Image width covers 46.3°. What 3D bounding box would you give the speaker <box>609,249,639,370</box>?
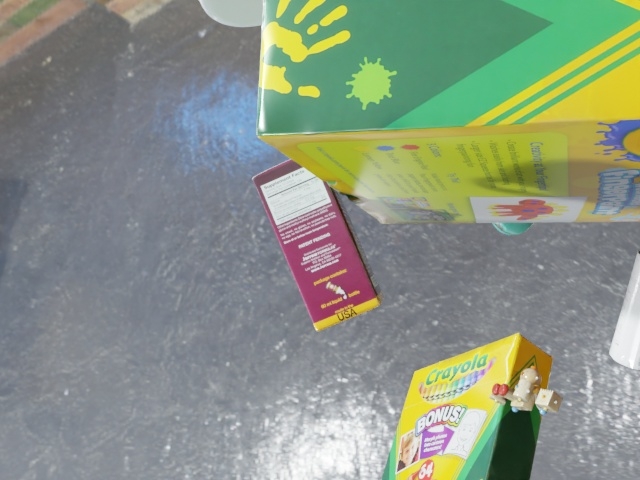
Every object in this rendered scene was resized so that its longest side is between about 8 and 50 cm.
[{"bbox_3d":[0.383,0.080,0.879,0.055,0.055,0.136,25,114,44],"label":"speaker"}]

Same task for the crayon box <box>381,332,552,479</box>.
[{"bbox_3d":[0.285,0.385,1.523,0.363,0.106,0.313,-37,26,54],"label":"crayon box"}]

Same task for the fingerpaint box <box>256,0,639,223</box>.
[{"bbox_3d":[0.191,-0.130,0.762,0.370,0.445,0.163,0,82,19],"label":"fingerpaint box"}]

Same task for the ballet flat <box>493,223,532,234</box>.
[{"bbox_3d":[0.307,-0.107,1.061,0.247,0.083,0.087,-52,2,-42],"label":"ballet flat"}]

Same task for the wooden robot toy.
[{"bbox_3d":[0.352,0.248,1.290,0.079,0.076,0.173,-60,9,-17],"label":"wooden robot toy"}]

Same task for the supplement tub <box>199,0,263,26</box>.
[{"bbox_3d":[-0.108,-0.413,0.881,0.191,0.191,0.272,-33,71,28],"label":"supplement tub"}]

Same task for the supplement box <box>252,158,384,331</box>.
[{"bbox_3d":[0.000,0.000,0.867,0.080,0.104,0.188,-24,87,6],"label":"supplement box"}]
